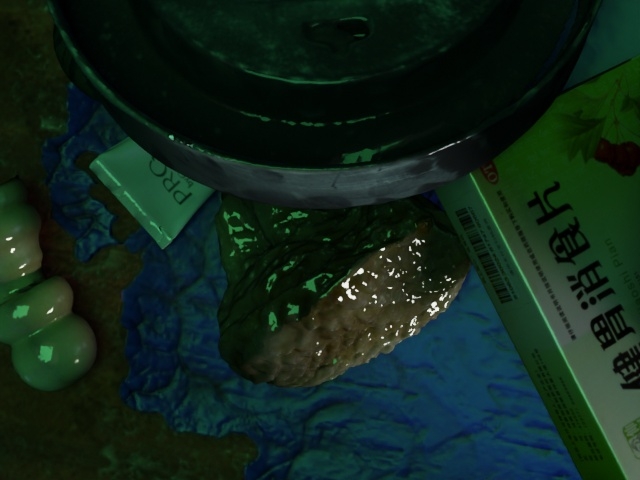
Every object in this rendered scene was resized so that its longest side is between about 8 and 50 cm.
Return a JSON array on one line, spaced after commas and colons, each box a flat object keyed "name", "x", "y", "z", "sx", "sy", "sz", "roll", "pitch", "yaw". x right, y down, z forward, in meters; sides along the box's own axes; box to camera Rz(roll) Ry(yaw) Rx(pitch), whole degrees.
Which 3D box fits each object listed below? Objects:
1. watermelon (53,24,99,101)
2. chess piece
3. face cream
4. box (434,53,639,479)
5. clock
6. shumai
[{"name": "watermelon", "x": -0.153, "y": -0.157, "z": 0.960, "sx": 0.105, "sy": 0.133, "sz": 0.105, "roll": -2, "pitch": 81, "yaw": 11}, {"name": "chess piece", "x": -0.242, "y": 0.043, "z": 1.026, "sx": 0.094, "sy": 0.094, "sz": 0.170, "roll": -31, "pitch": 92, "yaw": 14}, {"name": "face cream", "x": -0.072, "y": -0.101, "z": 0.991, "sx": 0.243, "sy": 0.058, "sz": 0.092, "roll": -41, "pitch": 90, "yaw": 20}, {"name": "box", "x": 0.209, "y": 0.019, "z": 0.886, "sx": 0.175, "sy": 0.062, "sz": 0.260, "roll": -27, "pitch": 90, "yaw": -22}, {"name": "clock", "x": 0.004, "y": -0.200, "z": 0.858, "sx": 0.386, "sy": 0.076, "sz": 0.386, "roll": -1, "pitch": 65, "yaw": 3}, {"name": "shumai", "x": 0.000, "y": 0.000, "z": 0.946, "sx": 0.206, "sy": 0.166, "sz": 0.176, "roll": -29, "pitch": 65, "yaw": 11}]
